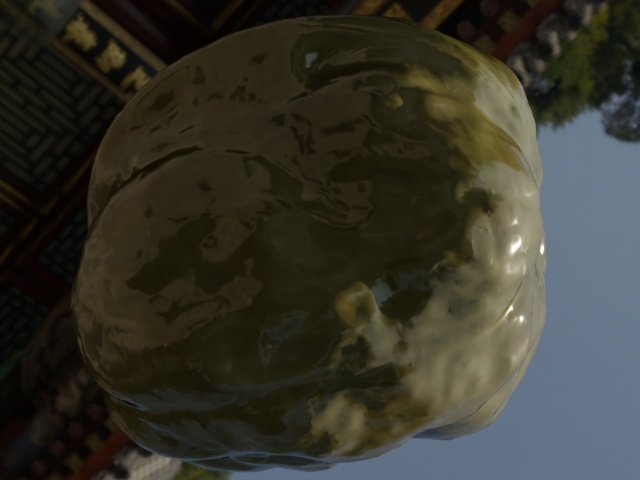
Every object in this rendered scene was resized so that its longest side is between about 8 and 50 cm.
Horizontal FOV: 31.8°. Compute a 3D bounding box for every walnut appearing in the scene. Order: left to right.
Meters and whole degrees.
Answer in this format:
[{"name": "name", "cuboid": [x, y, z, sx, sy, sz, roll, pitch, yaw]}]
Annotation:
[{"name": "walnut", "cuboid": [0.000, 0.002, 0.665, 0.277, 0.253, 0.282, -15, -126, 10]}]
